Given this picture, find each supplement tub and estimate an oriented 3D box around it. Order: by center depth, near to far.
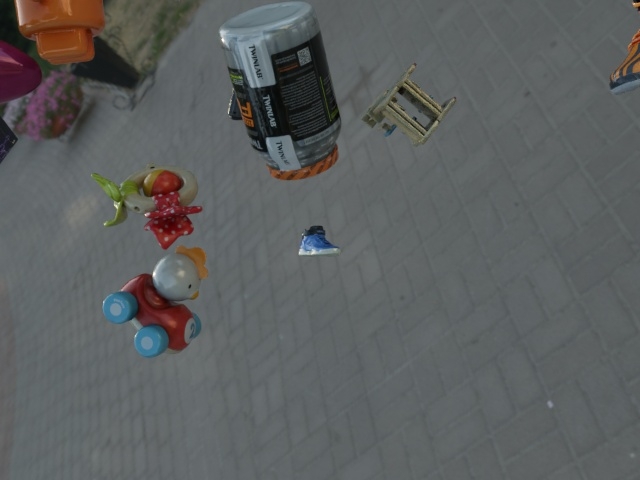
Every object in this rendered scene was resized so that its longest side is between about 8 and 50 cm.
[{"bbox_3d":[-0.069,-0.291,1.459,0.194,0.316,0.193,-12,30,7],"label":"supplement tub"}]

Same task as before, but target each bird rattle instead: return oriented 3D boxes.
[{"bbox_3d":[-0.348,-0.100,1.562,0.254,0.143,0.207,7,39,26],"label":"bird rattle"}]

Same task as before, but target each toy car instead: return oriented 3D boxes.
[{"bbox_3d":[-0.339,0.124,1.734,0.238,0.210,0.219,-47,-8,14],"label":"toy car"}]

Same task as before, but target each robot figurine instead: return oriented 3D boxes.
[{"bbox_3d":[-0.391,-0.378,1.099,0.128,0.158,0.219,-5,94,34],"label":"robot figurine"}]

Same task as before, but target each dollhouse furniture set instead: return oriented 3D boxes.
[{"bbox_3d":[0.198,-0.300,1.691,0.129,0.129,0.184,-52,8,-5],"label":"dollhouse furniture set"}]

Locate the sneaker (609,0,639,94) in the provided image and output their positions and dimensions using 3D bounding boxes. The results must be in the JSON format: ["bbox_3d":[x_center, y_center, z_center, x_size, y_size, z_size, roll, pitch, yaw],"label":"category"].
[{"bbox_3d":[0.613,-0.400,1.383,0.321,0.180,0.124,-35,11,-32],"label":"sneaker"}]

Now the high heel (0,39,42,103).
[{"bbox_3d":[-0.619,-0.235,1.092,0.181,0.377,0.127,-108,17,-64],"label":"high heel"}]

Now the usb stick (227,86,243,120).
[{"bbox_3d":[-0.178,-0.437,1.876,0.045,0.077,0.278,38,125,33],"label":"usb stick"}]

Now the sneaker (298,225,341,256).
[{"bbox_3d":[-0.001,0.000,1.961,0.152,0.058,0.084,-3,80,54],"label":"sneaker"}]

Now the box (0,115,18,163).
[{"bbox_3d":[-0.718,-0.204,1.426,0.261,0.103,0.184,93,-159,-70],"label":"box"}]
